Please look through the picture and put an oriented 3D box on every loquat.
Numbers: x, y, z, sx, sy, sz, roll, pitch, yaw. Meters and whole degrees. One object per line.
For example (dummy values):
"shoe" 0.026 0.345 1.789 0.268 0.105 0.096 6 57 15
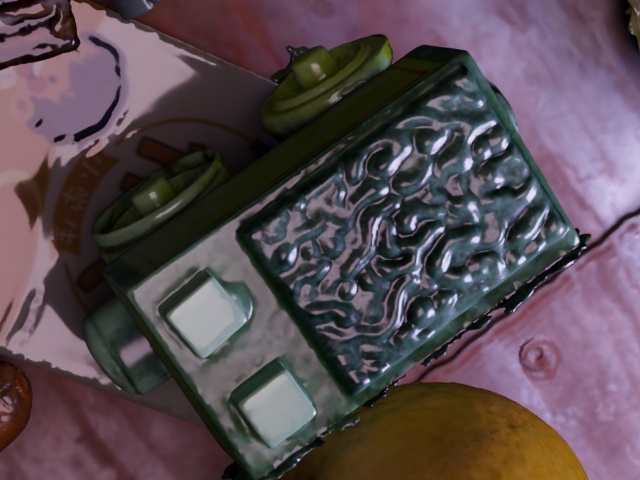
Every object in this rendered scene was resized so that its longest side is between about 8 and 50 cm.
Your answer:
"loquat" 0.060 0.185 1.114 0.208 0.208 0.208 -4 102 -18

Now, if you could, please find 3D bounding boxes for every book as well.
"book" -0.109 -0.015 1.117 0.295 0.020 0.208 22 92 -21

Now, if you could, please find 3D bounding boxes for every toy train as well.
"toy train" 0.000 0.000 1.045 0.271 0.188 0.159 -35 107 -8

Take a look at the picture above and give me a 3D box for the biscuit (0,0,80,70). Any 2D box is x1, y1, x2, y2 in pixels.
"biscuit" -0.316 -0.083 0.976 0.388 0.107 0.073 -17 102 -11

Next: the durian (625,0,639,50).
"durian" 0.262 -0.143 1.152 0.144 0.139 0.252 -9 104 -12

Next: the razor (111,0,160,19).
"razor" -0.046 -0.232 1.076 0.232 0.068 0.106 -38 106 -14

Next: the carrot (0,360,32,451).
"carrot" -0.240 0.132 1.083 0.186 0.060 0.060 -41 110 -10
